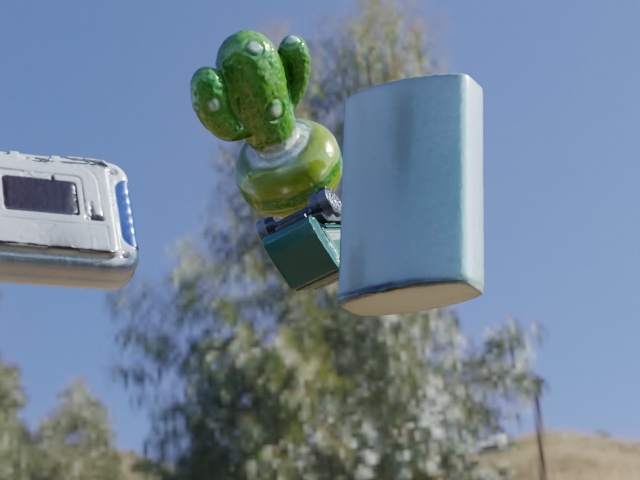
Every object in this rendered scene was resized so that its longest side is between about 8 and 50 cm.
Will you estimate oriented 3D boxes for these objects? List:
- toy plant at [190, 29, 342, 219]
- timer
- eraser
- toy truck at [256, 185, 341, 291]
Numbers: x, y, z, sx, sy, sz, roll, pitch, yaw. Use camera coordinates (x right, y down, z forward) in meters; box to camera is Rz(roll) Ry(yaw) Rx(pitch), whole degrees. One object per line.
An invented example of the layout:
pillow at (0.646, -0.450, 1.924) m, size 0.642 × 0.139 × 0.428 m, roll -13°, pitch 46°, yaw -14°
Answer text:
toy plant at (-0.083, -0.203, 2.380) m, size 0.224 × 0.184 × 0.315 m, roll -39°, pitch -49°, yaw -18°
timer at (-0.353, -0.032, 1.783) m, size 0.254 × 0.178 × 0.078 m, roll 4°, pitch -37°, yaw -26°
eraser at (0.115, -0.058, 1.844) m, size 0.189 × 0.290 × 0.104 m, roll -11°, pitch -23°, yaw 33°
toy truck at (0.000, 0.000, 2.034) m, size 0.114 × 0.124 × 0.253 m, roll -26°, pitch -10°, yaw 18°
